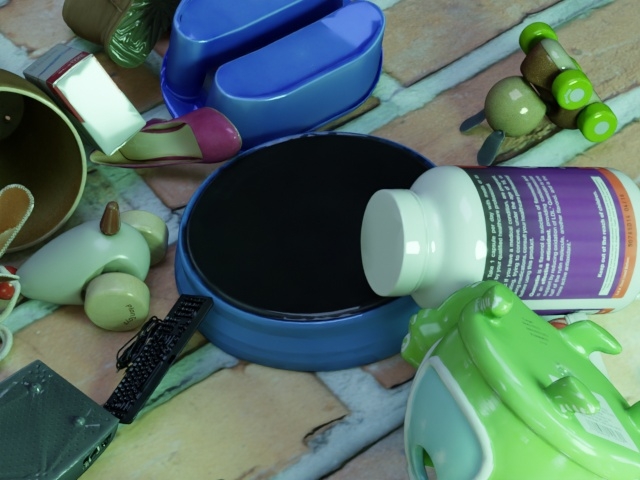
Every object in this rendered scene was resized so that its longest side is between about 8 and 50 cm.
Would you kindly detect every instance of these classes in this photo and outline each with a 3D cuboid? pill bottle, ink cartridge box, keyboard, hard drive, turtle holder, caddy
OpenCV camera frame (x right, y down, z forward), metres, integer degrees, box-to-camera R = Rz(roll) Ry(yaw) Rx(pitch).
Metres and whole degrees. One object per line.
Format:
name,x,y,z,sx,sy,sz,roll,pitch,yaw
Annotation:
pill bottle,0.219,0.001,1.864,0.323,0.181,0.181,0,40,-22
ink cartridge box,-0.329,-0.198,2.170,0.072,0.127,0.175,-42,25,-11
keyboard,-0.213,0.136,1.907,0.100,0.038,0.192,-3,46,52
hard drive,-0.374,0.260,1.824,0.172,0.054,0.254,31,55,32
turtle holder,0.185,0.176,1.645,0.320,0.227,0.243,46,20,20
caddy,-0.066,-0.268,2.251,0.341,0.179,0.241,-28,69,-19

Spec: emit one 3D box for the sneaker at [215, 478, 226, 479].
sneaker,-0.034,0.313,1.674,0.321,0.125,0.180,-21,46,-14

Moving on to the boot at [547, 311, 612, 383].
boot,0.251,0.199,1.793,0.176,0.088,0.244,-15,43,1

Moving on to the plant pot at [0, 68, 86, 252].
plant pot,-0.453,-0.143,2.155,0.237,0.237,0.254,-15,29,-8

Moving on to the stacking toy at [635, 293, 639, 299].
stacking toy,0.454,-0.014,2.009,0.167,0.052,0.221,-6,42,-1

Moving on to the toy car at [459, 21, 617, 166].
toy car,0.286,-0.180,2.174,0.188,0.149,0.155,-36,40,12

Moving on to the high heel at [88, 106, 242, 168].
high heel,-0.213,-0.130,2.149,0.117,0.082,0.244,-31,28,-33

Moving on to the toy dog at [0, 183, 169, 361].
toy dog,-0.355,0.018,1.997,0.333,0.161,0.220,-16,44,-9

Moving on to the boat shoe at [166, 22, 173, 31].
boat shoe,-0.178,-0.450,2.499,0.096,0.117,0.324,10,50,11

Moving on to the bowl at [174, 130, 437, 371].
bowl,0.000,0.000,2.031,0.391,0.077,0.391,-4,44,4

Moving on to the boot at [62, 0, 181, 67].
boot,-0.279,-0.385,2.349,0.236,0.089,0.269,-48,30,1
